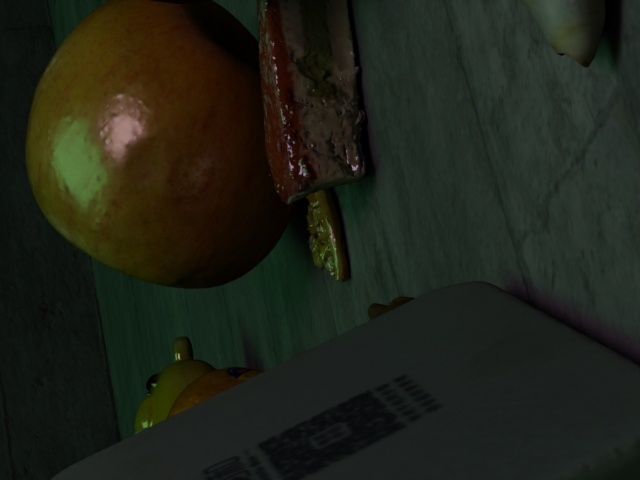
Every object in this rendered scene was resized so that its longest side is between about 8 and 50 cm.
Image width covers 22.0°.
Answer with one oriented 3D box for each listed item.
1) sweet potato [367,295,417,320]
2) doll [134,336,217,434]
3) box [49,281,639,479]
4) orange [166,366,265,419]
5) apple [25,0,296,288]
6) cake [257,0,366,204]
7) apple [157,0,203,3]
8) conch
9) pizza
[{"bbox_3d":[0.074,0.075,1.365,0.068,0.060,0.206,-59,14,-4],"label":"sweet potato"},{"bbox_3d":[-0.119,0.361,2.027,0.423,0.161,0.348,-110,6,-55],"label":"doll"},{"bbox_3d":[0.011,0.163,1.025,0.090,0.373,0.367,66,171,-15],"label":"box"},{"bbox_3d":[-0.091,0.227,1.827,0.155,0.177,0.178,-12,-82,-63],"label":"orange"},{"bbox_3d":[-0.153,-0.110,1.720,0.275,0.299,0.299,-61,26,15],"label":"apple"},{"bbox_3d":[-0.015,-0.144,1.539,0.117,0.086,0.220,143,119,-70],"label":"cake"},{"bbox_3d":[-0.111,-0.368,1.400,0.295,0.328,0.365,57,159,9],"label":"apple"},{"bbox_3d":[0.140,-0.197,0.999,0.176,0.094,0.104,59,154,-10],"label":"conch"},{"bbox_3d":[0.000,0.000,1.662,0.108,0.026,0.123,112,148,-65],"label":"pizza"}]
